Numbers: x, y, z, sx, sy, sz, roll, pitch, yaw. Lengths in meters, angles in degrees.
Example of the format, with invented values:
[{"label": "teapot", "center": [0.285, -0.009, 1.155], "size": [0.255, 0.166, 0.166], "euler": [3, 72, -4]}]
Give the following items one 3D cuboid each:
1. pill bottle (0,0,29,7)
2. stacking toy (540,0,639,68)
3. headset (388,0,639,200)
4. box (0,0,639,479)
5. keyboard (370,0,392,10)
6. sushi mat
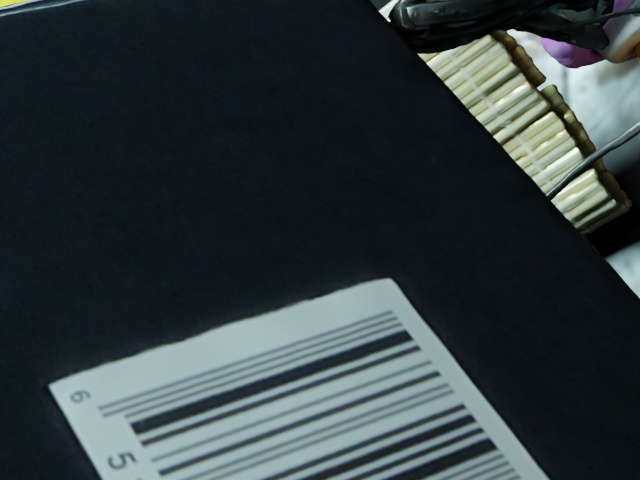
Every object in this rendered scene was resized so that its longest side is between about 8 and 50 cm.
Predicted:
[{"label": "pill bottle", "center": [-0.140, -0.158, 0.915], "size": [0.188, 0.188, 0.334], "euler": [44, 111, 36]}, {"label": "stacking toy", "center": [0.137, -0.149, 0.727], "size": [0.302, 0.175, 0.166], "euler": [58, 139, 13]}, {"label": "headset", "center": [0.097, 0.079, 0.669], "size": [0.243, 0.185, 0.394], "euler": [9, 102, 47]}, {"label": "box", "center": [-0.035, 0.235, 0.570], "size": [0.480, 0.297, 0.472], "euler": [53, 145, 33]}, {"label": "keyboard", "center": [0.021, -0.070, 0.876], "size": [0.180, 0.023, 0.108], "euler": [-39, 53, 29]}, {"label": "sushi mat", "center": [0.000, 0.000, 0.815], "size": [0.316, 0.019, 0.151], "euler": [-35, 98, 35]}]
